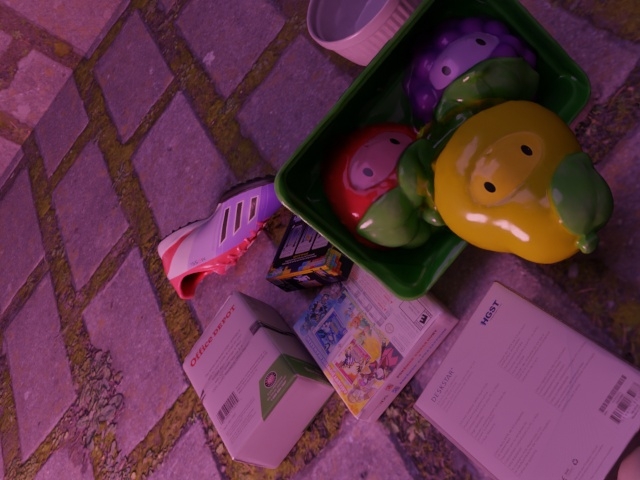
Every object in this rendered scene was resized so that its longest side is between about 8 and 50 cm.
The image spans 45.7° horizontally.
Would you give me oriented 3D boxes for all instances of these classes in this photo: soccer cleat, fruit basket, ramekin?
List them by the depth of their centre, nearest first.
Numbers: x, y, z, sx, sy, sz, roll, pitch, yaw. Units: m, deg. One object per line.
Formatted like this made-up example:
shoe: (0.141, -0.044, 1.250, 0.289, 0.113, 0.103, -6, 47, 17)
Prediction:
fruit basket: (0.159, -0.109, 0.895, 0.392, 0.283, 0.392, -44, 18, 18)
ramekin: (0.087, -0.391, 1.267, 0.207, 0.109, 0.207, -23, 54, 36)
soccer cleat: (-0.157, -0.008, 1.334, 0.318, 0.109, 0.116, -31, 70, 29)

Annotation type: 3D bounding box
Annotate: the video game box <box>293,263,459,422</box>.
video game box: (0.069, 0.117, 1.060, 0.187, 0.048, 0.205, -51, 42, 10)

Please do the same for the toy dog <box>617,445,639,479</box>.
toy dog: (0.298, 0.311, 0.443, 0.284, 0.408, 0.395, -51, 42, 14)

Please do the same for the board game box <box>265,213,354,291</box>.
board game box: (0.000, 0.000, 1.151, 0.170, 0.048, 0.141, -15, 46, 55)

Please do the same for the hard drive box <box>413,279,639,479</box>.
hard drive box: (0.241, 0.178, 0.818, 0.181, 0.089, 0.232, -58, 41, 5)

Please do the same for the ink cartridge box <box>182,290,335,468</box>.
ink cartridge box: (-0.100, 0.206, 1.150, 0.160, 0.093, 0.219, -53, 41, 10)
